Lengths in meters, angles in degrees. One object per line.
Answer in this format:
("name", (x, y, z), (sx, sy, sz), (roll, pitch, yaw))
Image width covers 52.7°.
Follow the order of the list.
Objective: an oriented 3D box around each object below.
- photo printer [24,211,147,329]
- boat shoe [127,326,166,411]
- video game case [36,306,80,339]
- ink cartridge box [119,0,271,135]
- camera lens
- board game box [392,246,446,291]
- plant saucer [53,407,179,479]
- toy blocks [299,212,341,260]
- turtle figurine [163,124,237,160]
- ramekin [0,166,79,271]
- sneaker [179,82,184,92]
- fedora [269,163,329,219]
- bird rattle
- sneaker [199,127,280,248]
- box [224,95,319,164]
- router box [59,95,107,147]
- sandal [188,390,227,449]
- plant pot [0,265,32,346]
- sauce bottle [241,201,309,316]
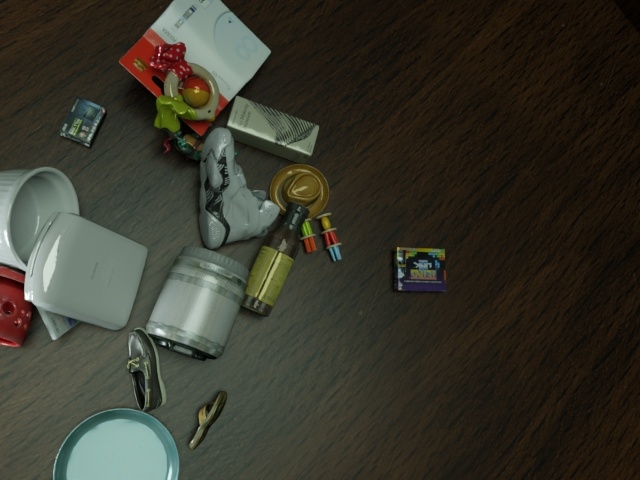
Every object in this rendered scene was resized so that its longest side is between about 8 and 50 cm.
("photo printer", (-0.612, 0.078, 1.686), (0.307, 0.107, 0.256), (35, 63, -54))
("boat shoe", (-0.485, 0.351, 1.763), (0.069, 0.081, 0.227), (-11, 83, -53))
("video game case", (-0.690, 0.160, 1.709), (0.019, 0.143, 0.157), (-14, 106, 22))
("ink cartridge box", (-0.354, -0.542, 1.895), (0.308, 0.091, 0.385), (42, 51, -20))
("camera lens", (-0.334, 0.178, 1.778), (0.219, 0.219, 0.274), (23, 74, -11))
("board game box", (0.317, 0.095, 2.082), (0.170, 0.048, 0.141), (2, 78, -16))
("plant saucer", (-0.541, 0.610, 1.725), (0.318, 0.044, 0.317), (3, 79, -17))
("toy blocks", (0.000, 0.000, 2.002), (0.123, 0.054, 0.148), (-17, 85, -20))
("turtle figurine", (-0.365, -0.289, 1.916), (0.234, 0.118, 0.175), (32, 47, -15))
("ramekin", (-0.762, -0.055, 1.668), (0.135, 0.277, 0.277), (5, 76, 14))
("sneaker", (-0.410, -0.508, 1.969), (0.122, 0.110, 0.283), (-7, 79, -40))
("fedora", (-0.058, -0.156, 2.002), (0.194, 0.079, 0.194), (3, 79, -15))
("bird rattle", (-0.380, -0.425, 1.804), (0.207, 0.143, 0.253), (10, 69, -40))
("sneaker", (-0.232, -0.152, 1.862), (0.210, 0.137, 0.365), (-7, 121, -27))
("box", (-0.153, -0.339, 2.001), (0.275, 0.094, 0.113), (17, 75, -13))
("router box", (-0.686, -0.344, 1.871), (0.092, 0.038, 0.122), (22, 74, -11))
("sandal", (-0.322, 0.497, 1.807), (0.049, 0.072, 0.180), (29, 76, 13))
("plant pot", (-0.831, 0.165, 1.654), (0.191, 0.191, 0.174), (17, 66, -13))
("sauce bottle", (-0.129, 0.052, 1.909), (0.111, 0.111, 0.344), (28, 79, -10))
